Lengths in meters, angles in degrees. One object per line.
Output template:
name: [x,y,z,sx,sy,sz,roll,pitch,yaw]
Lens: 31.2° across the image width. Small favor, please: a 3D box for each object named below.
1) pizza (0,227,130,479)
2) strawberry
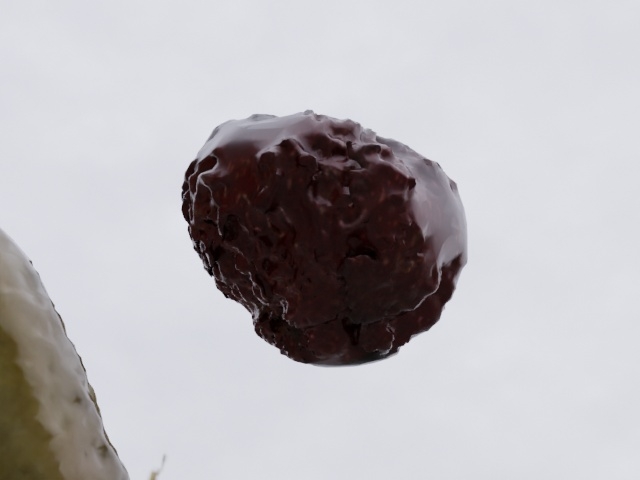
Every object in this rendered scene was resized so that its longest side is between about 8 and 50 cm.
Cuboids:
pizza: [-0.109,0.160,0.366,0.087,0.258,0.268,-10,-39,-51]
strawberry: [0.000,0.000,1.025,0.274,0.220,0.274,12,-6,1]
